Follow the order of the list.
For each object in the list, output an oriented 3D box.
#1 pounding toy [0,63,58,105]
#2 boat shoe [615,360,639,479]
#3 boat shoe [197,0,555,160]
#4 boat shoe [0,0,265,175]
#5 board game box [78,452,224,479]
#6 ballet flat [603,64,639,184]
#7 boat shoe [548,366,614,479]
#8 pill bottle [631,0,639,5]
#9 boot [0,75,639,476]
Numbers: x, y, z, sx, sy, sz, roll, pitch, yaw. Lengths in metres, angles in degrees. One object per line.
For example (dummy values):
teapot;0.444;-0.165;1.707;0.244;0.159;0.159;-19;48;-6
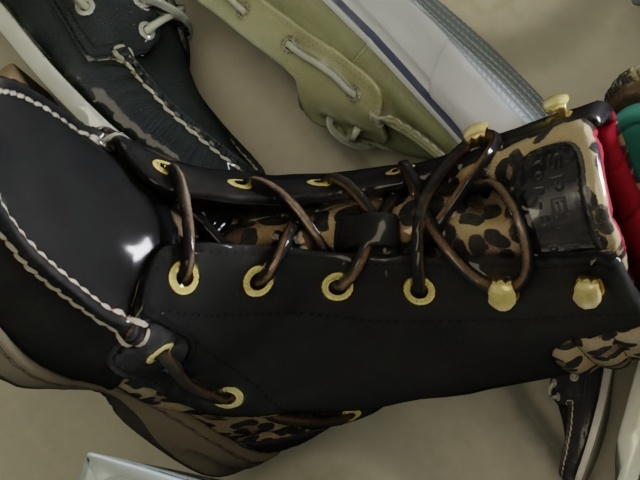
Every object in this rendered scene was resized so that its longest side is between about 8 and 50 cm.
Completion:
pounding toy;-0.173;-0.017;1.090;0.130;0.100;0.141;-33;77;3
boat shoe;0.187;0.189;0.994;0.099;0.116;0.319;13;78;14
boat shoe;0.030;-0.102;1.084;0.302;0.109;0.094;46;105;22
boat shoe;-0.132;-0.130;1.097;0.302;0.114;0.091;43;95;12
board game box;-0.059;0.230;0.927;0.097;0.303;0.224;14;84;11
ballet flat;0.375;0.027;0.989;0.483;0.164;0.182;38;66;8
boat shoe;0.145;0.074;1.054;0.038;0.046;0.125;12;80;11
pill bottle;0.296;-0.163;1.023;0.245;0.136;0.136;7;82;10
boot;0.000;0.000;0.902;0.284;0.377;0.138;-14;60;18
